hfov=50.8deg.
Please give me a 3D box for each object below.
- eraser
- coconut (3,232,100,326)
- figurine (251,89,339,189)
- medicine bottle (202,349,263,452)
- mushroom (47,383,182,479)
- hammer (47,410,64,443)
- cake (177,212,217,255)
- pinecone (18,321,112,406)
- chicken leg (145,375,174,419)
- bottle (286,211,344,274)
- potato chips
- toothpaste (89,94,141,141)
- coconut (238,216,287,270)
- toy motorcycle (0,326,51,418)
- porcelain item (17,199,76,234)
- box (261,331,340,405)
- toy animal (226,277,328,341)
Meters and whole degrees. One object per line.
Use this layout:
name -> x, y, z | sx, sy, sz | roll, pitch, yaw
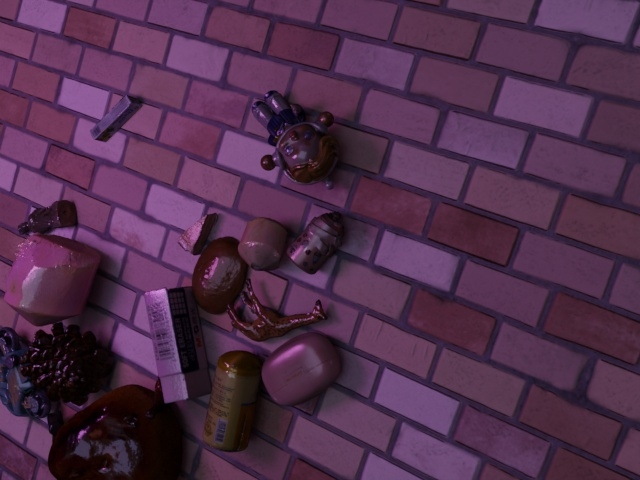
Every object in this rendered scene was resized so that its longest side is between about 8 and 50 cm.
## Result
eraser -> -0.365, 0.264, 1.728 | 0.086, 0.130, 0.287 | -15, 82, 20
coconut -> -0.742, 0.115, 1.846 | 0.233, 0.233, 0.245 | 25, 94, 23
figurine -> -0.071, -0.235, 1.605 | 0.274, 0.133, 0.194 | 29, 78, 28
medicine bottle -> -0.212, 0.388, 1.657 | 0.124, 0.124, 0.239 | 16, 96, 24
mushroom -> -0.524, 0.538, 1.775 | 0.345, 0.259, 0.346 | 0, 87, -3
hammer -> -0.727, 0.698, 1.900 | 0.168, 0.044, 0.440 | -172, 77, -67
cake -> -0.317, -0.028, 1.750 | 0.065, 0.052, 0.121 | 35, 104, 24
pinecone -> -0.703, 0.330, 1.848 | 0.201, 0.202, 0.229 | 5, 128, 36
chicken leg -> -0.403, 0.384, 1.720 | 0.053, 0.093, 0.205 | -14, 41, 4
bottle -> -0.001, -0.001, 1.582 | 0.152, 0.099, 0.099 | -48, 71, 13
potato chips -> -0.265, 0.087, 1.728 | 0.150, 0.049, 0.202 | 35, 97, 16
toothpaste -> -0.572, -0.338, 1.876 | 0.164, 0.046, 0.034 | -38, 72, 20
coconut -> -0.139, 0.017, 1.624 | 0.116, 0.116, 0.122 | -1, 56, 25
toy motorcycle -> -0.893, 0.405, 1.992 | 0.198, 0.109, 0.297 | -35, 77, 31
porcelain item -> -0.817, -0.060, 1.981 | 0.215, 0.069, 0.081 | -12, 89, 29
box -> -0.047, 0.306, 1.599 | 0.200, 0.088, 0.146 | -36, 76, 21
toy animal -> -0.114, 0.187, 1.652 | 0.275, 0.054, 0.149 | 15, 93, 27
